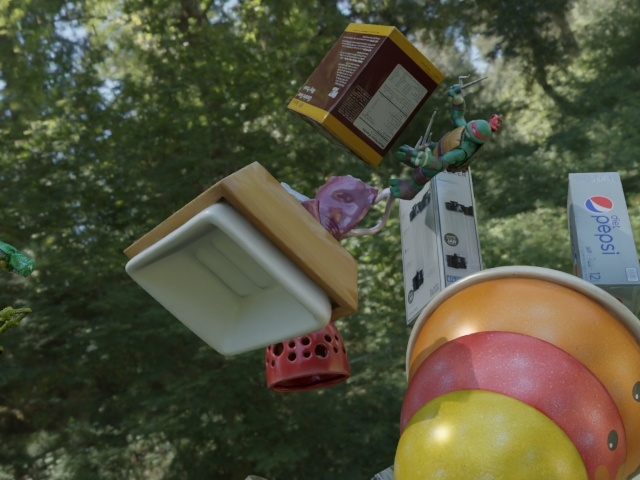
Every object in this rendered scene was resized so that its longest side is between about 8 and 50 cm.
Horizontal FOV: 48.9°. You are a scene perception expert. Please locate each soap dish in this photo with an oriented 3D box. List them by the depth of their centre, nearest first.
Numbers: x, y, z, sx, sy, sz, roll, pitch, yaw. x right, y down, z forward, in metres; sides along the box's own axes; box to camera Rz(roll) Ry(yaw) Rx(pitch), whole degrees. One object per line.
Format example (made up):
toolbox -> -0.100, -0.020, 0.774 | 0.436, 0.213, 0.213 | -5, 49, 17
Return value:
soap dish -> -0.106, 0.034, 0.934 | 0.291, 0.229, 0.118 | -26, 25, 49

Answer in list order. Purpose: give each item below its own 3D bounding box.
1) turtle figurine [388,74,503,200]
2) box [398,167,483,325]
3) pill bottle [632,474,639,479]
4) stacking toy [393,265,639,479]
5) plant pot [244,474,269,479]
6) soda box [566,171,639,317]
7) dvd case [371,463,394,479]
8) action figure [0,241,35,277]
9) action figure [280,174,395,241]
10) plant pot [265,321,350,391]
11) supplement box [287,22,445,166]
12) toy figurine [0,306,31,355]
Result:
turtle figurine -> 0.207, -0.161, 1.176 | 0.175, 0.118, 0.234 | -54, 8, -36
box -> 0.226, 0.004, 1.349 | 0.087, 0.289, 0.169 | 7, -30, -15
pill bottle -> 0.478, 0.443, 1.256 | 0.119, 0.119, 0.208 | -17, -18, -28
stacking toy -> 0.197, 0.262, 0.796 | 0.351, 0.350, 0.480 | -24, 6, 33
plant pot -> -0.148, 0.737, 1.693 | 0.280, 0.323, 0.323 | -64, 3, -12
soda box -> 0.486, 0.006, 1.221 | 0.091, 0.098, 0.286 | -1, 42, 14
dvd case -> 0.185, 0.549, 1.474 | 0.018, 0.164, 0.221 | -42, -19, 6
action figure -> -0.569, 0.017, 1.176 | 0.232, 0.063, 0.137 | 14, -20, 21
action figure -> 0.000, 0.000, 1.692 | 0.276, 0.248, 0.370 | 17, 32, 9
plant pot -> -0.035, 0.245, 1.616 | 0.191, 0.174, 0.191 | -6, -23, -3
supplement box -> 0.073, -0.259, 1.233 | 0.194, 0.129, 0.191 | -53, 27, 2
toy figurine -> -0.643, 0.127, 1.030 | 0.191, 0.217, 0.362 | -52, -6, 16
